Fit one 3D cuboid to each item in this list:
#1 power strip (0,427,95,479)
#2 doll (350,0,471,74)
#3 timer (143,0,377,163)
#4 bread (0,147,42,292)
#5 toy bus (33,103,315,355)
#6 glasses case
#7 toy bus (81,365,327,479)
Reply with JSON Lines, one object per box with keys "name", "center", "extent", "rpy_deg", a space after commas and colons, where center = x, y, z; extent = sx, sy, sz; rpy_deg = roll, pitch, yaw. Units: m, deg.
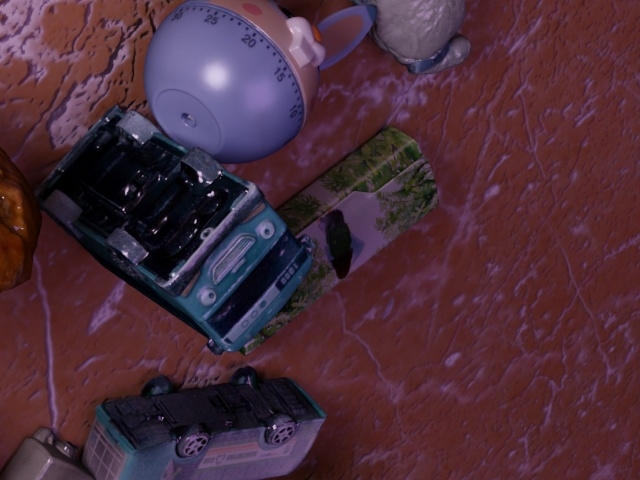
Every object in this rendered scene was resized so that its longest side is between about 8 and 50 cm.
{"name": "power strip", "center": [-0.324, 0.314, 1.905], "extent": [0.286, 0.048, 0.080], "rpy_deg": [-53, 138, -2]}
{"name": "doll", "center": [0.088, -0.235, 1.937], "extent": [0.103, 0.071, 0.214], "rpy_deg": [-51, 135, -9]}
{"name": "timer", "center": [-0.042, -0.176, 1.774], "extent": [0.255, 0.175, 0.175], "rpy_deg": [-38, 136, -14]}
{"name": "bread", "center": [-0.355, -0.034, 1.477], "extent": [0.312, 0.312, 0.172], "rpy_deg": [14, 118, -48]}
{"name": "toy bus", "center": [-0.127, -0.009, 1.716], "extent": [0.128, 0.256, 0.147], "rpy_deg": [-49, 129, -9]}
{"name": "glasses case", "center": [0.000, 0.000, 2.008], "extent": [0.272, 0.062, 0.095], "rpy_deg": [-38, 136, -21]}
{"name": "toy bus", "center": [-0.117, 0.198, 2.005], "extent": [0.262, 0.091, 0.109], "rpy_deg": [-2, 126, -43]}
